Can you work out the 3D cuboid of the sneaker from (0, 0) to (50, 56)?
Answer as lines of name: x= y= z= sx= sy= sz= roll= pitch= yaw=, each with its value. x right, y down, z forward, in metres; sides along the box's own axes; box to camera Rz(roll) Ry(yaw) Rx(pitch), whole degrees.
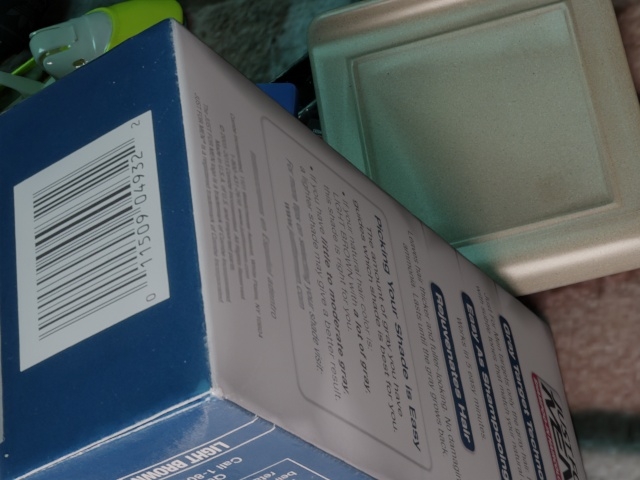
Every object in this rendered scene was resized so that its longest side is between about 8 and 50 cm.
sneaker: x=-0.343 y=-0.184 z=1.243 sx=0.293 sy=0.102 sz=0.146 roll=-7 pitch=64 yaw=34

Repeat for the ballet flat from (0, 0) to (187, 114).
ballet flat: x=-0.206 y=-0.117 z=1.121 sx=0.231 sy=0.077 sz=0.077 roll=-34 pitch=50 yaw=18

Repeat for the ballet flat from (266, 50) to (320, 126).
ballet flat: x=-0.007 y=-0.109 z=0.985 sx=0.173 sy=0.049 sz=0.057 roll=-36 pitch=49 yaw=17

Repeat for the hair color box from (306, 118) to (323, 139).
hair color box: x=0.000 y=0.000 z=0.927 sx=0.072 sy=0.043 sz=0.141 roll=17 pitch=78 yaw=40

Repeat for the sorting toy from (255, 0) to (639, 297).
sorting toy: x=0.095 y=-0.058 z=0.860 sx=0.347 sy=0.047 sz=0.196 roll=-14 pitch=70 yaw=11

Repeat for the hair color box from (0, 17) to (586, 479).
hair color box: x=0.006 y=0.068 z=0.681 sx=0.105 sy=0.347 sz=0.174 roll=-25 pitch=54 yaw=24
